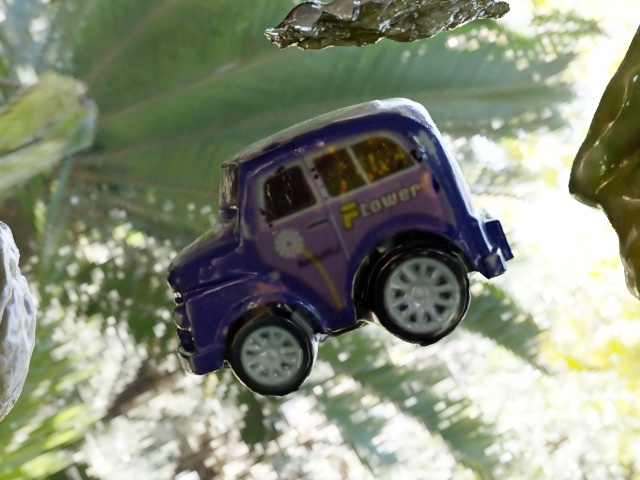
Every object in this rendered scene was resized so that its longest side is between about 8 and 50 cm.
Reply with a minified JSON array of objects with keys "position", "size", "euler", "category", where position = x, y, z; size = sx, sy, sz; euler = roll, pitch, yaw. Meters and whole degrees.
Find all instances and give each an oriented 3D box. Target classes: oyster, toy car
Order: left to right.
[{"position":[0.000,0.000,1.017],"size":[0.172,0.235,0.158],"euler":[-89,158,-84],"category":"toy car"},{"position":[0.032,-0.140,0.896],"size":[0.122,0.146,0.045],"euler":[8,-64,28],"category":"oyster"}]

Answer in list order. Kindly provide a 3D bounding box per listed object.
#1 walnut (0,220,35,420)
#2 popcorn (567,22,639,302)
[{"position":[-0.326,0.062,1.207],"size":[0.198,0.198,0.245],"euler":[87,-6,-53],"category":"walnut"},{"position":[0.324,-0.065,0.972],"size":[0.312,0.312,0.312],"euler":[54,-19,29],"category":"popcorn"}]
